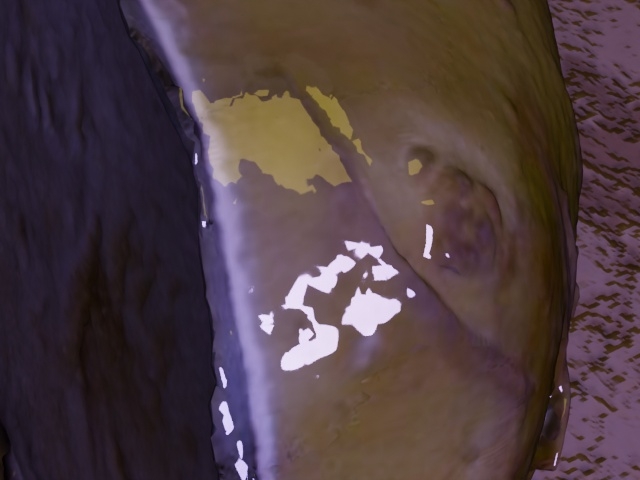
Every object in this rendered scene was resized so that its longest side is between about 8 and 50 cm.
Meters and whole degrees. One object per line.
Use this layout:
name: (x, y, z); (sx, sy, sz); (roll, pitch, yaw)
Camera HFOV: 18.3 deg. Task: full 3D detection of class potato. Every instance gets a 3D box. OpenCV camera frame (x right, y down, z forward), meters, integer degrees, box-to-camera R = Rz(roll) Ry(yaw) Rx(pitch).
potato: (0.000, 0.000, 0.624); (0.196, 0.246, 0.299); (-9, 55, -23)
